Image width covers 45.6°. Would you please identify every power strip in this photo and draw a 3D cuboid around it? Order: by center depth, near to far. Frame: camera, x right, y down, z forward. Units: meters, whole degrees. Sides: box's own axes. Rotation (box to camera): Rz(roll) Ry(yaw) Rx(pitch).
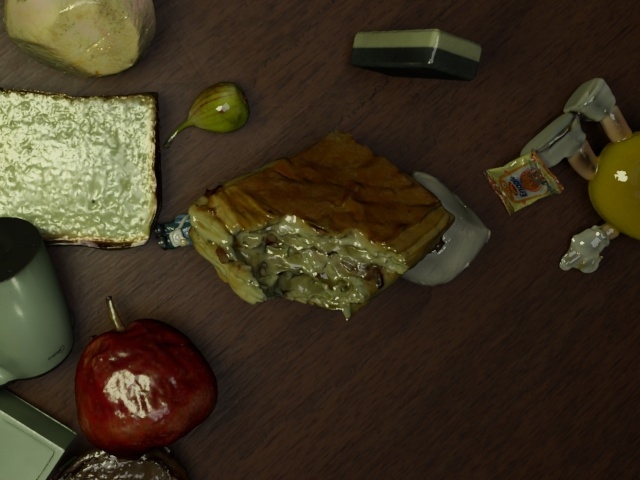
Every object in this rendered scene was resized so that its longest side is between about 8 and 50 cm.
[{"bbox_3d":[0.155,-0.322,1.314,0.105,0.256,0.070,9,96,-32],"label":"power strip"}]

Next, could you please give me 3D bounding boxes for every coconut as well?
[{"bbox_3d":[-0.375,-0.366,1.182,0.236,0.237,0.197,-9,139,-14],"label":"coconut"}]

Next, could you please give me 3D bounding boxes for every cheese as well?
[{"bbox_3d":[0.202,-0.007,1.413,0.198,0.154,0.189,39,90,-16],"label":"cheese"}]

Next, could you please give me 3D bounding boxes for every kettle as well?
[{"bbox_3d":[-0.499,0.120,1.181,0.221,0.161,0.236,-50,148,-37],"label":"kettle"}]

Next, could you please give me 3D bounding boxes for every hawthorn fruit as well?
[{"bbox_3d":[-0.310,0.221,1.276,0.230,0.210,0.266,-26,82,-18],"label":"hawthorn fruit"}]

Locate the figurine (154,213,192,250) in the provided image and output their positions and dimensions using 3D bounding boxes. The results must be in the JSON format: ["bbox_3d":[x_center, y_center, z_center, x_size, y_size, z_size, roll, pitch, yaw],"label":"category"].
[{"bbox_3d":[-0.211,-0.023,1.336,0.149,0.087,0.086,-21,62,0],"label":"figurine"}]

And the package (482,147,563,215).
[{"bbox_3d":[0.396,-0.115,1.491,0.120,0.031,0.108,-27,105,34],"label":"package"}]

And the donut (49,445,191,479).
[{"bbox_3d":[-0.347,0.470,1.339,0.269,0.103,0.270,-2,98,-14],"label":"donut"}]

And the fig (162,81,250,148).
[{"bbox_3d":[-0.202,-0.215,1.312,0.166,0.093,0.093,-23,101,-11],"label":"fig"}]

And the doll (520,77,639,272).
[{"bbox_3d":[0.605,-0.119,1.518,0.348,0.161,0.423,-21,102,10],"label":"doll"}]

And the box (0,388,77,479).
[{"bbox_3d":[-0.560,0.363,1.240,0.225,0.117,0.225,34,86,-5],"label":"box"}]

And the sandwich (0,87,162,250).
[{"bbox_3d":[-0.413,-0.118,1.258,0.301,0.099,0.271,1,102,-14],"label":"sandwich"}]

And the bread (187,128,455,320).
[{"bbox_3d":[0.000,0.000,1.263,0.314,0.192,0.370,41,53,21],"label":"bread"}]
